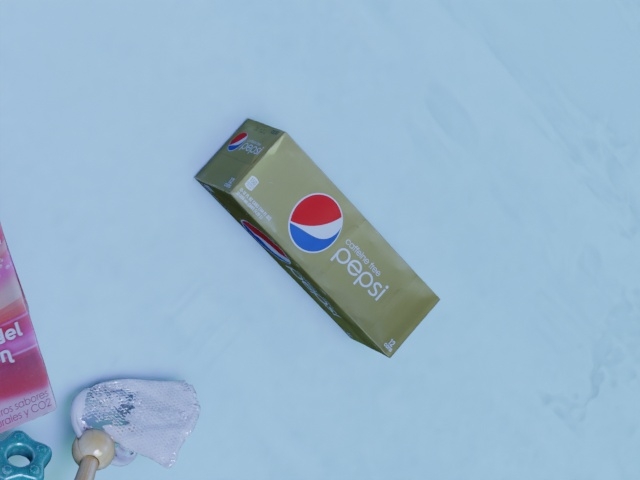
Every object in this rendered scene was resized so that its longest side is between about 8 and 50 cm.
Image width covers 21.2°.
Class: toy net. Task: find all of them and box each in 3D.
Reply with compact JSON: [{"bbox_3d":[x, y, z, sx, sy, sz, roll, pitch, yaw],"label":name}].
[{"bbox_3d":[-0.186,0.144,1.115,0.232,0.122,0.045,-26,149,-35],"label":"toy net"}]

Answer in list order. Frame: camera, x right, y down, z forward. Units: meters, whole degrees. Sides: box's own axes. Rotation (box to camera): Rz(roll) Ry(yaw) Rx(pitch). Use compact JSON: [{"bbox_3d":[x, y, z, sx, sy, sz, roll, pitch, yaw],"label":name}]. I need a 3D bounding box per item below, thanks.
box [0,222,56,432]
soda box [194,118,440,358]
[{"bbox_3d":[-0.326,0.069,0.975,0.300,0.154,0.142,-21,111,-20],"label":"box"},{"bbox_3d":[0.000,0.000,1.178,0.058,0.061,0.181,-49,119,-9],"label":"soda box"}]
